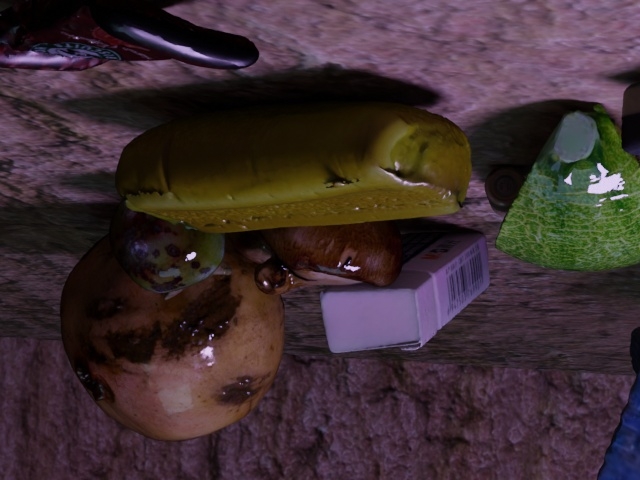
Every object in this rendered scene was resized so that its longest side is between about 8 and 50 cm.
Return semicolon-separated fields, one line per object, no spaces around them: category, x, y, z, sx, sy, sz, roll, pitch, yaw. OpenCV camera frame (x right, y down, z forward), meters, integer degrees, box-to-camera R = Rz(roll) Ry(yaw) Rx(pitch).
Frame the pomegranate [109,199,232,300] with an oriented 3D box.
pomegranate;-0.181;-0.003;2.337;0.148;0.148;0.169;5;170;1

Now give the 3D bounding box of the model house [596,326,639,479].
model house;0.510;0.270;2.262;0.395;0.400;0.445;23;158;19

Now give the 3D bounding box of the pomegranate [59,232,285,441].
pomegranate;-0.195;0.116;2.550;0.322;0.322;0.322;5;170;1

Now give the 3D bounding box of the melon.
melon;0.261;-0.041;1.932;0.196;0.124;0.323;-5;170;11

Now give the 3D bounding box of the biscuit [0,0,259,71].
biscuit;-0.176;-0.169;1.582;0.151;0.063;0.235;14;169;-40

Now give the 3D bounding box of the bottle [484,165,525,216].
bottle;0.204;-0.053;2.122;0.045;0.045;0.096;4;173;8

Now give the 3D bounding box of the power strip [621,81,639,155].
power strip;0.386;-0.096;1.712;0.256;0.070;0.105;9;167;-31

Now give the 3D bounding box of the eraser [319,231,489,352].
eraser;0.109;0.059;2.387;0.130;0.086;0.287;-5;-169;22

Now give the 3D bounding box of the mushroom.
mushroom;0.000;-0.015;2.232;0.194;0.138;0.231;-7;-170;-34

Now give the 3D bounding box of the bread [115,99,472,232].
bread;-0.029;-0.079;1.886;0.383;0.112;0.166;-4;164;40
